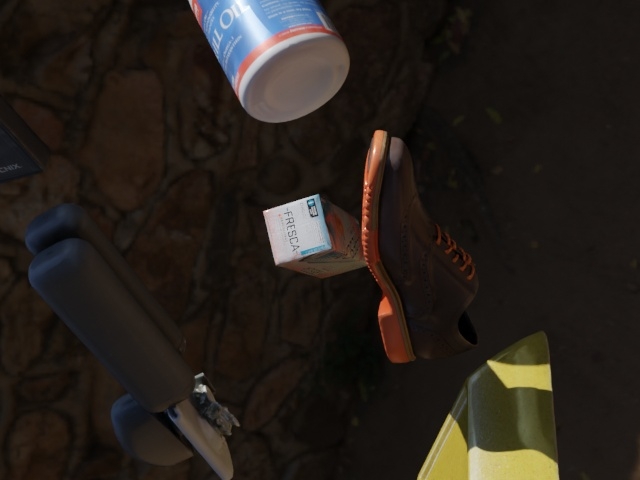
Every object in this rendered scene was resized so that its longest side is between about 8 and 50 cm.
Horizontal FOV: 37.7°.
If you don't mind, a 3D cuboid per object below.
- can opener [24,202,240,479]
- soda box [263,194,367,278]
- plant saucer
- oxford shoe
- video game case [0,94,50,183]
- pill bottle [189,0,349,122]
[{"bbox_3d":[-0.134,0.093,0.673,0.074,0.093,0.280,-118,4,-46],"label":"can opener"},{"bbox_3d":[0.000,0.000,0.988,0.063,0.183,0.058,-17,80,13],"label":"soda box"},{"bbox_3d":[0.168,0.315,1.036,0.333,0.081,0.333,103,177,-45],"label":"plant saucer"},{"bbox_3d":[0.096,0.008,0.874,0.097,0.098,0.271,-80,-19,-44],"label":"oxford shoe"},{"bbox_3d":[-0.327,-0.109,0.579,0.196,0.274,0.026,-12,54,14],"label":"video game case"},{"bbox_3d":[-0.068,-0.244,0.995,0.221,0.124,0.124,62,139,27],"label":"pill bottle"}]
